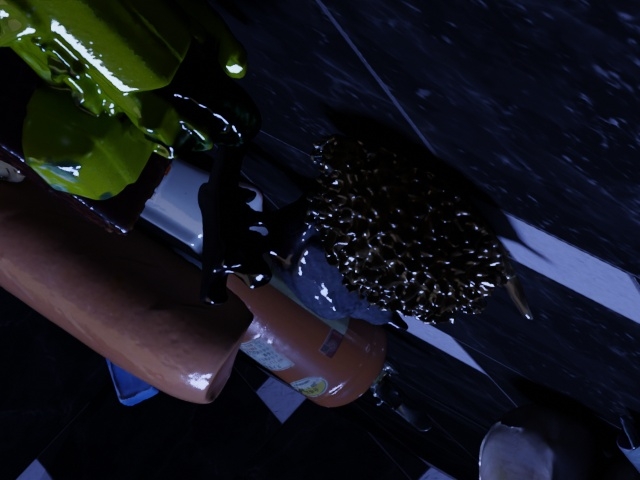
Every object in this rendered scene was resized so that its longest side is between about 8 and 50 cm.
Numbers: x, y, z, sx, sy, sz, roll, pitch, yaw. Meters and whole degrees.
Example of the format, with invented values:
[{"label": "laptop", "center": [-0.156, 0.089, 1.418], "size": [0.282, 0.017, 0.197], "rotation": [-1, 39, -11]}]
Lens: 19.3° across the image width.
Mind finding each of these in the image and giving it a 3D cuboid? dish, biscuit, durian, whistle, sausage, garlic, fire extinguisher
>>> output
[{"label": "dish", "center": [-0.153, -0.051, 1.746], "size": [0.212, 0.077, 0.151], "rotation": [31, 173, 10]}, {"label": "biscuit", "center": [-0.280, -0.145, 1.547], "size": [0.388, 0.107, 0.073], "rotation": [37, 169, -29]}, {"label": "durian", "center": [0.059, 0.008, 1.215], "size": [0.188, 0.091, 0.148], "rotation": [33, 173, -15]}, {"label": "whistle", "center": [0.290, 0.190, 1.660], "size": [0.033, 0.033, 0.176], "rotation": [28, 172, 28]}, {"label": "sausage", "center": [-0.207, 0.035, 1.754], "size": [0.304, 0.121, 0.121], "rotation": [32, 172, 2]}, {"label": "garlic", "center": [0.232, 0.284, 1.791], "size": [0.210, 0.237, 0.292], "rotation": [23, 143, 5]}, {"label": "fire extinguisher", "center": [-0.040, 0.065, 1.993], "size": [0.376, 0.113, 0.200], "rotation": [38, -162, -28]}]

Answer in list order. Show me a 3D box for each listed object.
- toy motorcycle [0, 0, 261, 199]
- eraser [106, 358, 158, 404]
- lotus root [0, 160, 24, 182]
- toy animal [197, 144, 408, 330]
[{"label": "toy motorcycle", "center": [-0.170, -0.143, 0.995], "size": [0.206, 0.142, 0.342], "rotation": [28, 170, 36]}, {"label": "eraser", "center": [-0.226, 0.012, 1.895], "size": [0.144, 0.042, 0.312], "rotation": [109, 143, -83]}, {"label": "lotus root", "center": [-0.288, -0.118, 1.687], "size": [0.159, 0.135, 0.095], "rotation": [15, 162, 37]}, {"label": "toy animal", "center": [0.005, 0.000, 1.525], "size": [0.210, 0.121, 0.117], "rotation": [18, 136, -31]}]
